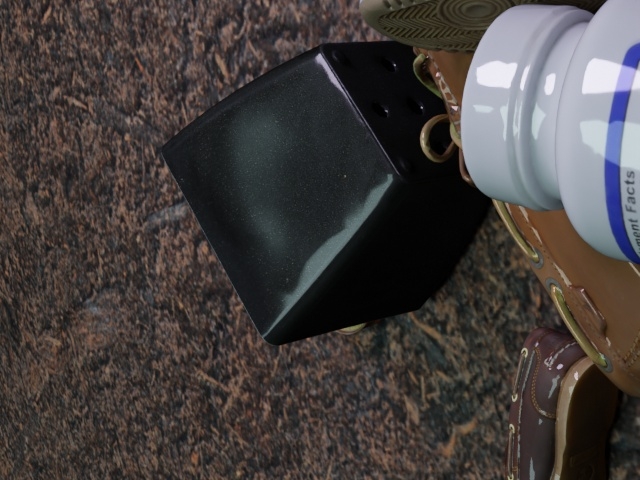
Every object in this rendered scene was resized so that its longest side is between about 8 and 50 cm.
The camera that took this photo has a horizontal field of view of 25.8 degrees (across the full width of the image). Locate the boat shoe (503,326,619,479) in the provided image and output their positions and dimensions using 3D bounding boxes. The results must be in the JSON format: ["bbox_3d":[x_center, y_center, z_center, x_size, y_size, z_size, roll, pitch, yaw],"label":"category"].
[{"bbox_3d":[0.173,0.165,1.050,0.073,0.073,0.207,30,120,47],"label":"boat shoe"}]

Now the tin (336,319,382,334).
[{"bbox_3d":[0.000,0.000,1.245,0.189,0.040,0.106,51,136,28],"label":"tin"}]

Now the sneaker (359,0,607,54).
[{"bbox_3d":[0.154,-0.207,0.803,0.282,0.099,0.153,-10,71,25],"label":"sneaker"}]

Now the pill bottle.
[{"bbox_3d":[0.215,-0.053,0.707,0.272,0.152,0.152,13,115,36],"label":"pill bottle"}]

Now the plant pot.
[{"bbox_3d":[0.025,-0.055,1.076,0.167,0.187,0.188,-46,66,38],"label":"plant pot"}]

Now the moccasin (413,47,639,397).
[{"bbox_3d":[0.144,-0.073,0.927,0.380,0.139,0.147,58,140,22],"label":"moccasin"}]
